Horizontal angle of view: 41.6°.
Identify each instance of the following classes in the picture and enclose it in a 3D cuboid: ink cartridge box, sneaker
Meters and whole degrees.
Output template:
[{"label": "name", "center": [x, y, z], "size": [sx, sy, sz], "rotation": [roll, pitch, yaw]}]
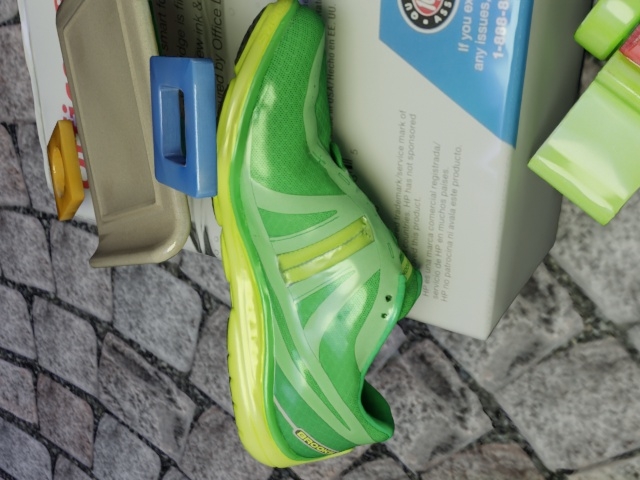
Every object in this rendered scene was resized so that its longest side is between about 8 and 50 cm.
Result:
[{"label": "ink cartridge box", "center": [-0.021, -0.134, 0.625], "size": [0.394, 0.166, 0.286], "rotation": [16, 121, 26]}, {"label": "sneaker", "center": [0.000, 0.000, 0.523], "size": [0.123, 0.109, 0.296], "rotation": [-3, 110, 2]}]

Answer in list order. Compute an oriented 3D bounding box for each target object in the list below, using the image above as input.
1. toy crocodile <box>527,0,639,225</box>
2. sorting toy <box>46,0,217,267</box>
[{"label": "toy crocodile", "center": [0.245, -0.151, 0.448], "size": [0.115, 0.105, 0.340], "rotation": [44, 109, 8]}, {"label": "sorting toy", "center": [-0.117, -0.083, 0.526], "size": [0.347, 0.047, 0.196], "rotation": [-6, 92, 62]}]
